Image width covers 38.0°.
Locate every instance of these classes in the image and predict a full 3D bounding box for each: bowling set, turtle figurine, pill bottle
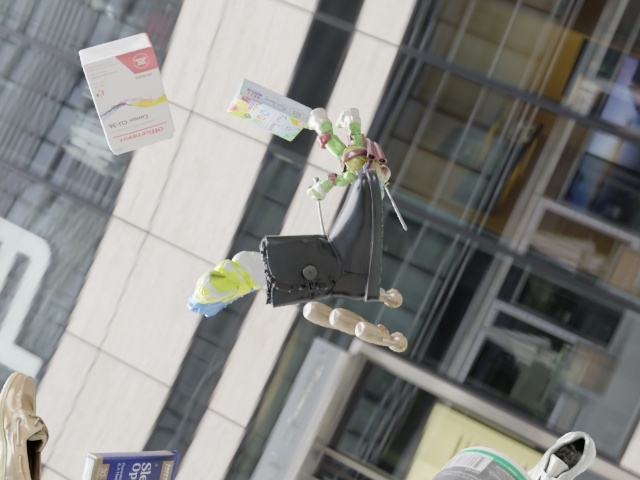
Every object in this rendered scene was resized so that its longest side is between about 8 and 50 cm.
[{"bbox_3d":[0.110,0.126,2.030,0.154,0.287,0.200,23,-92,-32],"label":"bowling set"},{"bbox_3d":[0.054,-0.152,2.101,0.197,0.266,0.275,-21,-27,0],"label":"turtle figurine"},{"bbox_3d":[0.231,0.548,1.670,0.361,0.204,0.204,-32,-34,-43],"label":"pill bottle"}]

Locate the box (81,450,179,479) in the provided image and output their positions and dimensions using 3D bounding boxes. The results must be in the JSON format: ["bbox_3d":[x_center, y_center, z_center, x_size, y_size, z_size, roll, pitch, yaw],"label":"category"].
[{"bbox_3d":[-0.346,0.460,1.719,0.225,0.036,0.137,13,-92,-52],"label":"box"}]

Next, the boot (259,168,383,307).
[{"bbox_3d":[0.000,0.000,1.580,0.094,0.207,0.247,-102,12,-67],"label":"boot"}]

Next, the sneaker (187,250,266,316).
[{"bbox_3d":[-0.203,0.097,2.012,0.126,0.091,0.240,-41,-15,32],"label":"sneaker"}]

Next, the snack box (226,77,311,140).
[{"bbox_3d":[-0.099,-0.248,1.773,0.100,0.141,0.037,-34,35,66],"label":"snack box"}]

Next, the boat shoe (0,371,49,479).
[{"bbox_3d":[-0.700,0.471,2.215,0.122,0.110,0.341,67,-167,-57],"label":"boat shoe"}]

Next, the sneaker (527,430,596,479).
[{"bbox_3d":[0.467,0.491,1.920,0.262,0.099,0.121,-50,-25,-9],"label":"sneaker"}]

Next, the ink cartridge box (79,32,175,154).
[{"bbox_3d":[-0.311,-0.227,1.532,0.115,0.067,0.198,-18,-53,-9],"label":"ink cartridge box"}]
